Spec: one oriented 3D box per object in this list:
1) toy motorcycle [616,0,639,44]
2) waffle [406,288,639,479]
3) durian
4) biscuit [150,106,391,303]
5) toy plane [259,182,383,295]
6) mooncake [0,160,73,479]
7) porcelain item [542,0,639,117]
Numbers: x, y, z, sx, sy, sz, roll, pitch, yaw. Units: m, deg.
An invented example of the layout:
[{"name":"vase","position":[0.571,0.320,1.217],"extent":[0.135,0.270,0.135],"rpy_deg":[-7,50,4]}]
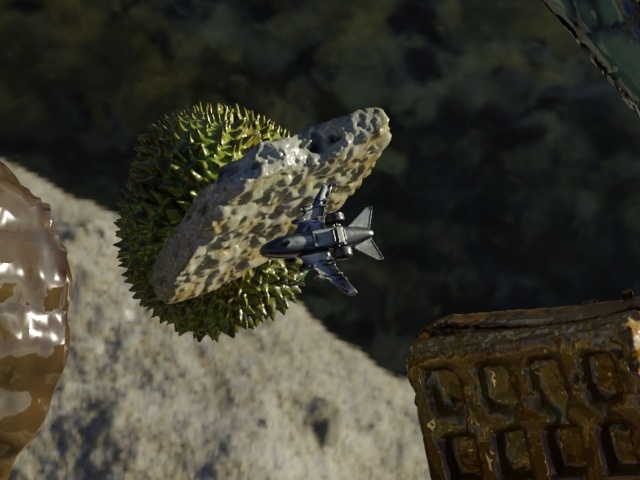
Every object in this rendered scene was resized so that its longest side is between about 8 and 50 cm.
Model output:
[{"name":"toy motorcycle","position":[0.203,-0.084,0.456],"extent":[0.307,0.173,0.108],"rpy_deg":[31,22,32]},{"name":"waffle","position":[0.206,0.211,1.186],"extent":[0.224,0.327,0.098],"rpy_deg":[-8,16,32]},{"name":"durian","position":[-0.111,-0.017,1.626],"extent":[0.225,0.291,0.291],"rpy_deg":[21,46,4]},{"name":"biscuit","position":[-0.048,-0.032,1.299],"extent":[0.265,0.188,0.040],"rpy_deg":[-37,68,6]},{"name":"toy plane","position":[0.000,0.000,0.975],"extent":[0.083,0.031,0.078],"rpy_deg":[-7,77,-24]},{"name":"mooncake","position":[-0.357,0.060,1.100],"extent":[0.187,0.324,0.324],"rpy_deg":[7,37,-52]},{"name":"porcelain item","position":[0.257,-0.118,0.750],"extent":[0.286,0.157,0.281],"rpy_deg":[13,32,-35]}]
